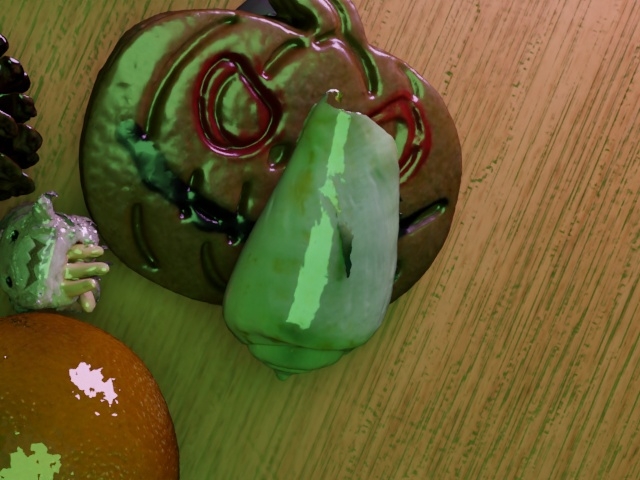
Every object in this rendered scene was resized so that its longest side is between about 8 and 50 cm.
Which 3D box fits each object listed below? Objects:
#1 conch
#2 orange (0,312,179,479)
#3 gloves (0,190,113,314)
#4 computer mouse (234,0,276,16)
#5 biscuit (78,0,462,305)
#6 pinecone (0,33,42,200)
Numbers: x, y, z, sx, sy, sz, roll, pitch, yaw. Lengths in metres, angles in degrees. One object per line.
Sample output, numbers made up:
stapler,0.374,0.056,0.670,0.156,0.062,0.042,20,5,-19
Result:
conch,0.009,0.008,1.548,0.143,0.137,0.251,26,86,-1
orange,-0.253,0.200,1.498,0.274,0.274,0.274,0,90,-9
gloves,-0.251,0.015,1.561,0.094,0.144,0.110,-6,88,-22
computer mouse,-0.076,-0.139,1.632,0.232,0.057,0.120,-46,106,-1
biscuit,-0.035,-0.085,1.593,0.367,0.063,0.314,13,101,-20
pinecone,-0.338,-0.105,1.528,0.207,0.208,0.208,0,90,-9
